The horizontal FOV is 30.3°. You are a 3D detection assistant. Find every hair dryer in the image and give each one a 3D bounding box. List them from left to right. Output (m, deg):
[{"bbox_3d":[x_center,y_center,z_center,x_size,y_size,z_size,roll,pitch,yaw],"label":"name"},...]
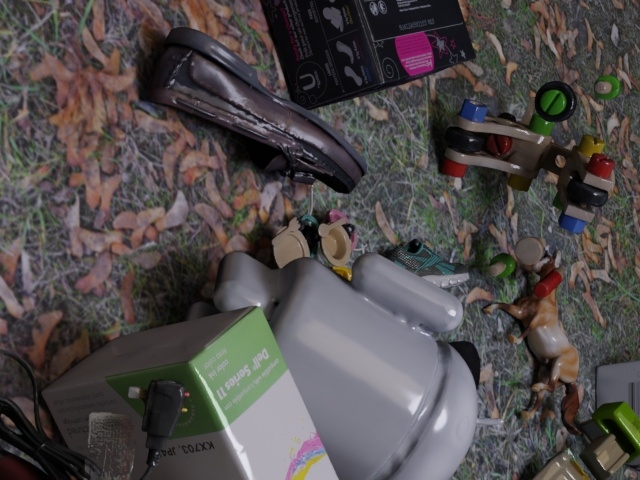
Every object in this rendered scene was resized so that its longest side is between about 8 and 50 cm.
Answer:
[{"bbox_3d":[-0.216,0.244,1.045,0.080,0.224,0.293,-11,105,-72],"label":"hair dryer"}]

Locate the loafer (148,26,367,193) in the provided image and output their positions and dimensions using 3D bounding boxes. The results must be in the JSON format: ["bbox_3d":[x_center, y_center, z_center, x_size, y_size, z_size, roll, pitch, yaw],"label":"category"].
[{"bbox_3d":[-0.075,-0.126,1.372,0.302,0.109,0.095,36,73,-32],"label":"loafer"}]

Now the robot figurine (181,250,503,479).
[{"bbox_3d":[0.021,0.153,1.259,0.353,0.300,0.200,34,19,-11],"label":"robot figurine"}]

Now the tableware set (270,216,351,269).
[{"bbox_3d":[0.004,0.049,1.411,0.141,0.020,0.168,-20,95,-51],"label":"tableware set"}]

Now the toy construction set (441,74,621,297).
[{"bbox_3d":[0.334,-0.087,1.768,0.237,0.257,0.308,-20,108,-65],"label":"toy construction set"}]

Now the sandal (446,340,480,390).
[{"bbox_3d":[0.156,0.213,1.574,0.254,0.054,0.097,-35,107,-49],"label":"sandal"}]

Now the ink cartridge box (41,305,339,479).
[{"bbox_3d":[-0.093,0.257,1.134,0.119,0.207,0.353,-40,110,-52],"label":"ink cartridge box"}]

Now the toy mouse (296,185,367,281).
[{"bbox_3d":[0.000,0.000,1.464,0.161,0.031,0.143,-30,103,-51],"label":"toy mouse"}]

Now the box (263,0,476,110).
[{"bbox_3d":[0.066,-0.277,1.540,0.247,0.142,0.163,-24,97,-52],"label":"box"}]

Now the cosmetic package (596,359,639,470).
[{"bbox_3d":[0.657,0.324,2.030,0.385,0.217,0.156,29,58,-41],"label":"cosmetic package"}]

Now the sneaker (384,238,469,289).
[{"bbox_3d":[0.145,0.033,1.611,0.166,0.065,0.076,-5,80,-53],"label":"sneaker"}]

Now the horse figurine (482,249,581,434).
[{"bbox_3d":[0.341,0.164,1.806,0.174,0.066,0.263,-25,93,-48],"label":"horse figurine"}]

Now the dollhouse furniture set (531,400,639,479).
[{"bbox_3d":[0.388,0.412,1.794,0.301,0.151,0.197,-35,87,-32],"label":"dollhouse furniture set"}]
